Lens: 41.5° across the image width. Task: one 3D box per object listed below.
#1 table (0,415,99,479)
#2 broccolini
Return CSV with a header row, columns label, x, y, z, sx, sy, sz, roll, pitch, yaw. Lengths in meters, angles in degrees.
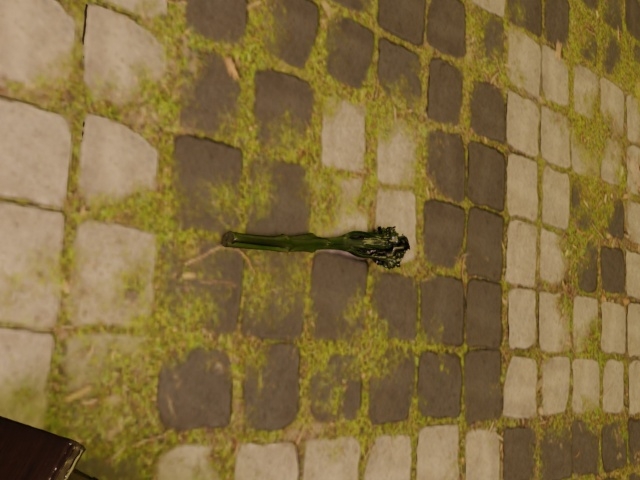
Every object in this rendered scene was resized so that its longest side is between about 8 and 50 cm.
label,x,y,z,sx,sy,sz,roll,pitch,yaw
table,-0.173,0.224,0.488,0.169,0.172,0.193,44,61,-35
broccolini,0.000,-0.001,0.789,0.218,0.044,0.042,6,97,-40
